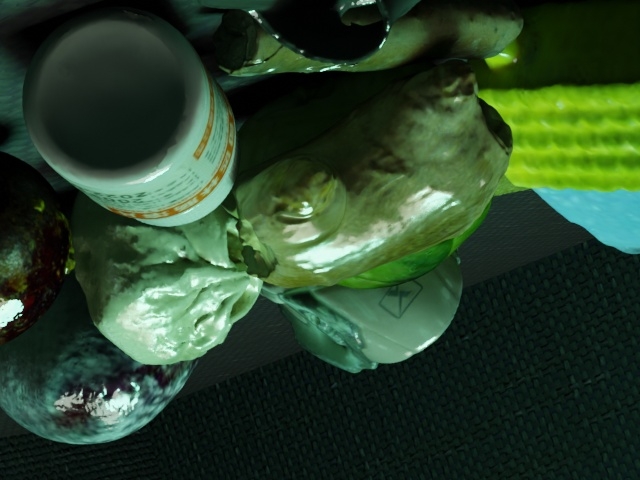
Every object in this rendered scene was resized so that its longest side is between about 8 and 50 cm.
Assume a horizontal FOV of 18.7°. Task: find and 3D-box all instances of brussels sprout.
[{"bbox_3d":[0.034,-0.064,1.883,0.271,0.210,0.219,4,158,-25],"label":"brussels sprout"}]

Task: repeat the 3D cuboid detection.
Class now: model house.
[{"bbox_3d":[0.290,-0.127,1.796,0.237,0.215,0.303,2,162,45],"label":"model house"}]

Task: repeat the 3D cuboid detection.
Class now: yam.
[{"bbox_3d":[0.046,-0.175,1.614,0.317,0.067,0.071,-8,-173,-42],"label":"yam"}]

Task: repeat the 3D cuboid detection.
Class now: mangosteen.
[{"bbox_3d":[-0.324,-0.004,1.664,0.192,0.192,0.217,-21,139,22],"label":"mangosteen"}]

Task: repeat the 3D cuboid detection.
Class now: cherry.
[{"bbox_3d":[-0.244,0.082,2.058,0.255,0.296,0.218,11,135,5],"label":"cherry"}]

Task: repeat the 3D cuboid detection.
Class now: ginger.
[{"bbox_3d":[0.036,-0.052,1.671,0.275,0.130,0.221,-43,153,21],"label":"ginger"}]

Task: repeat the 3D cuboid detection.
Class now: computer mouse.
[{"bbox_3d":[-0.002,-0.003,2.079,0.199,0.389,0.115,-50,139,-8],"label":"computer mouse"}]

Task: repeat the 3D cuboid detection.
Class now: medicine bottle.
[{"bbox_3d":[-0.141,-0.090,1.530,0.144,0.144,0.252,-18,173,1],"label":"medicine bottle"}]

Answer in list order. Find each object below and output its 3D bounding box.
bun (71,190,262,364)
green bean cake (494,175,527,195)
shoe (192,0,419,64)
[{"bbox_3d":[-0.135,0.014,1.906,0.133,0.231,0.231,-11,177,34],"label":"bun"},{"bbox_3d":[0.227,-0.125,2.105,0.236,0.124,0.233,-12,170,-35],"label":"green bean cake"},{"bbox_3d":[0.003,-0.174,1.450,0.108,0.093,0.241,-27,166,40],"label":"shoe"}]
